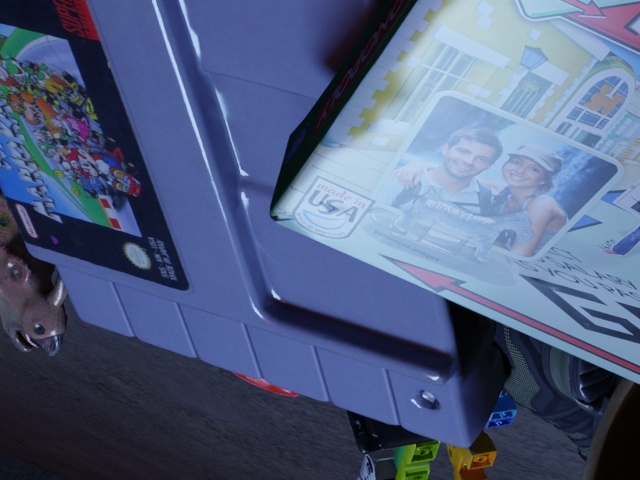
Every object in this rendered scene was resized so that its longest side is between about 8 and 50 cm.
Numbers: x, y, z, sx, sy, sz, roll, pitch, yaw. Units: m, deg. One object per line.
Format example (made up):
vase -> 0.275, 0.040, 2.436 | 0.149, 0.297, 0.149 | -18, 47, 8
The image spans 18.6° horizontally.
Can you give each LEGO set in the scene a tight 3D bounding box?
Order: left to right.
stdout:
LEGO set -> 0.081, 0.112, 1.372 | 0.087, 0.093, 0.227 | -7, 143, -17

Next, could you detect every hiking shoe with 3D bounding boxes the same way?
hiking shoe -> 0.162, 0.081, 1.185 | 0.114, 0.086, 0.227 | 31, 166, 33

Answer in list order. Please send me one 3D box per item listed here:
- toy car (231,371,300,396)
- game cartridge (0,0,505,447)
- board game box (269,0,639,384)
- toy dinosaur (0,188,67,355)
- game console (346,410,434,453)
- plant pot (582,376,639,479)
toy car -> 0.043, -0.024, 0.930 | 0.225, 0.053, 0.239 | 2, 128, 18
game cartridge -> -0.053, -0.061, 0.802 | 0.230, 0.068, 0.355 | 12, 143, 24
board game box -> 0.167, -0.016, 0.658 | 0.317, 0.046, 0.213 | 24, 141, -10
toy dinosaur -> -0.274, -0.062, 1.263 | 0.296, 0.127, 0.200 | 45, 150, -26
game console -> 0.042, 0.071, 1.282 | 0.071, 0.122, 0.107 | -17, -177, 6
plant pot -> 0.263, 0.141, 0.971 | 0.237, 0.237, 0.254 | 19, 178, 16
